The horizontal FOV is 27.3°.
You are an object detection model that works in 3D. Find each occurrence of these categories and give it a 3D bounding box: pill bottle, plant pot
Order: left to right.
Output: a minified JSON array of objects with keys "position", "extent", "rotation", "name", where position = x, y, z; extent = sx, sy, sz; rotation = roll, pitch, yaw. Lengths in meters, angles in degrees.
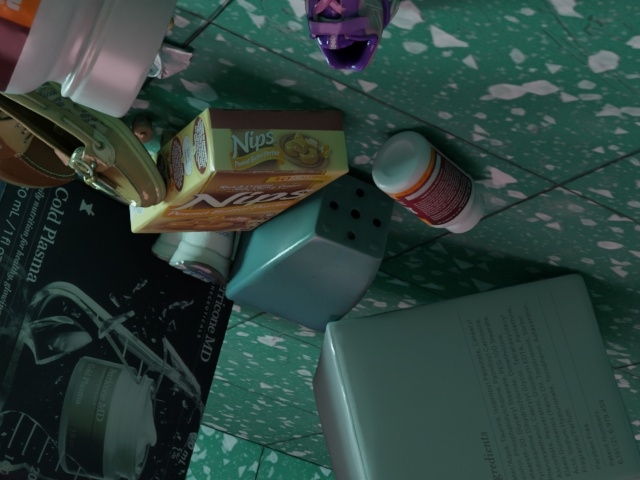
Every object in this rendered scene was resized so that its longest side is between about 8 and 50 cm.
[{"position":[-0.342,-0.275,1.276],"extent":[0.392,0.224,0.224],"rotation":[21,158,-16],"name":"pill bottle"},{"position":[0.000,0.000,1.857],"extent":[0.166,0.165,0.234],"rotation":[22,153,-18],"name":"plant pot"},{"position":[0.141,-0.069,1.675],"extent":[0.086,0.086,0.152],"rotation":[-5,151,42],"name":"pill bottle"}]

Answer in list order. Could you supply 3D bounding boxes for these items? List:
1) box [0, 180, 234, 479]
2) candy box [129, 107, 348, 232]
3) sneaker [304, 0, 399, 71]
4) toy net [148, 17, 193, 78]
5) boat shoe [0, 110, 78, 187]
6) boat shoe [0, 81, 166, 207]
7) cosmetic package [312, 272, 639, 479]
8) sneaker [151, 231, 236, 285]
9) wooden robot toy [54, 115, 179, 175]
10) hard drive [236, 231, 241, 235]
[{"position":[-0.441,0.182,2.147],"extent":[0.472,0.479,0.297],"rotation":[30,153,-36],"name":"box"},{"position":[-0.116,-0.086,1.724],"extent":[0.183,0.087,0.316],"rotation":[-2,168,-27],"name":"candy box"},{"position":[0.019,-0.245,1.283],"extent":[0.095,0.104,0.236],"rotation":[9,158,18],"name":"sneaker"},{"position":[-0.225,-0.243,1.529],"extent":[0.122,0.045,0.232],"rotation":[7,158,17],"name":"toy net"},{"position":[-0.428,-0.170,1.752],"extent":[0.120,0.122,0.324],"rotation":[-6,152,36],"name":"boat shoe"},{"position":[-0.317,-0.133,1.665],"extent":[0.285,0.089,0.104],"rotation":[42,152,0],"name":"boat shoe"},{"position":[0.221,0.281,1.994],"extent":[0.394,0.327,0.329],"rotation":[-11,161,-8],"name":"cosmetic package"},{"position":[-0.177,-0.007,2.019],"extent":[0.111,0.129,0.297],"rotation":[23,177,-18],"name":"sneaker"},{"position":[-0.276,-0.146,1.806],"extent":[0.173,0.079,0.076],"rotation":[-8,126,-5],"name":"wooden robot toy"},{"position":[-0.060,-0.003,2.067],"extent":[0.135,0.022,0.094],"rotation":[29,155,-33],"name":"hard drive"}]
